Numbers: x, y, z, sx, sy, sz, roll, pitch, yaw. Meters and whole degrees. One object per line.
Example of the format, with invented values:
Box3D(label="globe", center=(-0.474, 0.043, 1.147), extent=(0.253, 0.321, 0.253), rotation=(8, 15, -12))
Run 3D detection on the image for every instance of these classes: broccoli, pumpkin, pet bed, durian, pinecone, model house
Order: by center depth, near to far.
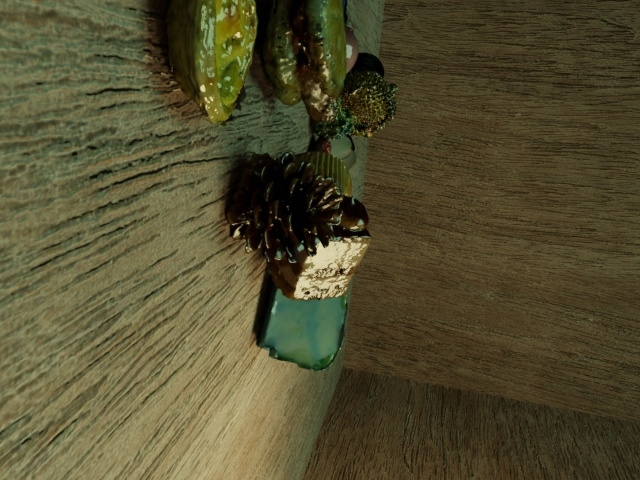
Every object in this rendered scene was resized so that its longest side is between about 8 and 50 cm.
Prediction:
Box3D(label="pinecone", center=(-0.072, -0.070, 1.123), extent=(0.264, 0.264, 0.264), rotation=(8, 90, -80))
Box3D(label="model house", center=(-0.073, 0.247, 1.530), extent=(0.241, 0.226, 0.261), rotation=(153, -47, -66))
Box3D(label="broccoli", center=(0.045, -0.427, 1.747), extent=(0.154, 0.167, 0.160), rotation=(-115, -155, -61))
Box3D(label="pet bed", center=(-0.010, -0.267, 1.807), extent=(0.201, 0.054, 0.201), rotation=(16, 90, -80))
Box3D(label="durian", center=(0.168, -0.528, 1.965), extent=(0.293, 0.258, 0.258), rotation=(32, 57, -31))
Box3D(label="pumpkin", center=(0.205, -0.655, 2.145), extent=(0.248, 0.248, 0.247), rotation=(8, 90, -80))

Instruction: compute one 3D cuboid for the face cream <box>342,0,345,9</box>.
Box3D(label="face cream", center=(0.035, -0.749, 1.595), extent=(0.149, 0.083, 0.263), rotation=(128, -30, -88))

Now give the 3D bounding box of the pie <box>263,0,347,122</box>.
Box3D(label="pie", center=(-0.030, -0.534, 1.189), extent=(0.395, 0.181, 0.417), rotation=(63, 29, -73))

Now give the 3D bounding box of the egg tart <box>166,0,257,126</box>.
Box3D(label="egg tart", center=(-0.173, -0.321, 0.807), extent=(0.279, 0.095, 0.278), rotation=(9, 90, -85))

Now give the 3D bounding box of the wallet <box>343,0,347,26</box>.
Box3D(label="wallet", center=(0.061, -0.704, 1.768), extent=(0.243, 0.039, 0.132), rotation=(107, -11, -62))

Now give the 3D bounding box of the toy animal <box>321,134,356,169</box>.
Box3D(label="toy animal", center=(0.068, -0.342, 1.961), extent=(0.179, 0.138, 0.165), rotation=(-69, 160, -82))

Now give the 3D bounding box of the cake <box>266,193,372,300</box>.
Box3D(label="cake", center=(0.000, 0.000, 1.344), extent=(0.293, 0.199, 0.196), rotation=(-63, -142, 34))

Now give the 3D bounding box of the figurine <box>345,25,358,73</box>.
Box3D(label="figurine", center=(0.027, -0.550, 1.477), extent=(0.173, 0.173, 0.173), rotation=(8, 90, -80))

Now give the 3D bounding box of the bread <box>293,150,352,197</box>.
Box3D(label="bread", center=(-0.009, -0.123, 1.516), extent=(0.288, 0.204, 0.156), rotation=(88, 7, -64))
